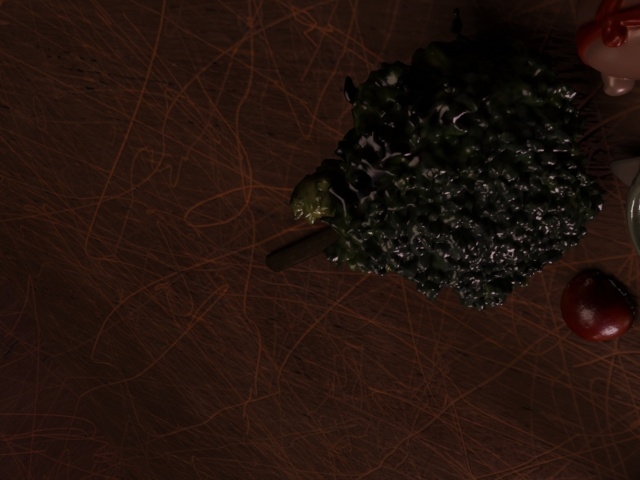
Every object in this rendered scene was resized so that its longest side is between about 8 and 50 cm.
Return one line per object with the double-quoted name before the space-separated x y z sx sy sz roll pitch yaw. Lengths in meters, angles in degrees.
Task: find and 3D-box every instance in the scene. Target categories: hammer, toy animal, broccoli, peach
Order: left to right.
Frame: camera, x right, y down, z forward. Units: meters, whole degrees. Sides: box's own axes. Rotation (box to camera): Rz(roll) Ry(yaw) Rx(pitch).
"hammer" 0.000 0.000 1.593 0.111 0.043 0.365 49 150 -10
"broccoli" 0.155 -0.097 1.144 0.293 0.348 0.281 -63 34 20
"peach" 0.344 0.090 1.288 0.098 0.061 0.098 36 154 20
"toy animal" 0.287 -0.229 0.889 0.171 0.171 0.197 -6 116 52

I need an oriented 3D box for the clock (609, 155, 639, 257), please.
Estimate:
"clock" 0.425 -0.014 0.997 0.324 0.108 0.265 5 132 58
